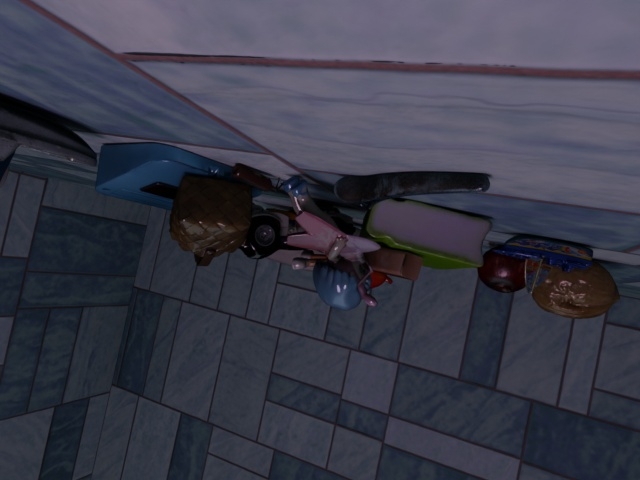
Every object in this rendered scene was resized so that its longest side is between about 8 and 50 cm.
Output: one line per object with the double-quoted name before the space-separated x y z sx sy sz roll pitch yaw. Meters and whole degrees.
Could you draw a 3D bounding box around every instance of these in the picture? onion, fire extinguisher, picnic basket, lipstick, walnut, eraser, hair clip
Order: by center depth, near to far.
"hair clip" 0.105 -0.063 0.569 0.070 0.039 0.229 15 176 -30
"fire extinguisher" -0.113 -0.104 0.785 0.046 0.032 0.100 -5 161 42
"picnic basket" -0.197 -0.027 0.810 0.137 0.128 0.178 7 147 -22
"lipstick" 0.114 0.037 0.825 0.045 0.045 0.145 22 173 -33
"eraser" 0.181 -0.009 0.875 0.209 0.092 0.274 15 177 0
"walnut" 0.587 0.111 1.059 0.183 0.156 0.155 8 176 35
"onion" 0.463 0.073 1.141 0.131 0.131 0.131 12 178 0

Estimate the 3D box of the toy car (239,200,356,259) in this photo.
"toy car" -0.071 -0.028 1.001 0.300 0.118 0.193 -4 -178 -24

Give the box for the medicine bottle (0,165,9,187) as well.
"medicine bottle" -0.813 -0.181 0.940 0.156 0.157 0.288 12 178 6

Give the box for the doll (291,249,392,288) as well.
"doll" 0.056 0.056 1.002 0.217 0.085 0.183 13 -174 6

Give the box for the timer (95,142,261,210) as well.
"timer" -0.260 -0.126 0.854 0.249 0.092 0.231 -5 167 39

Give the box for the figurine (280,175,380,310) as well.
"figurine" -0.006 0.009 0.795 0.205 0.103 0.260 14 139 54

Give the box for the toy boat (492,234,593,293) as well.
"toy boat" 0.412 0.048 0.864 0.174 0.110 0.091 13 178 8

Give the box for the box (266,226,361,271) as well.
"box" -0.022 0.005 1.370 0.288 0.141 0.348 13 -174 34

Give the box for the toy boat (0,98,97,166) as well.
"toy boat" -0.459 -0.151 0.617 0.141 0.092 0.319 13 180 39

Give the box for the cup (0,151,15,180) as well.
"cup" -0.595 -0.142 0.778 0.176 0.156 0.131 13 179 25
